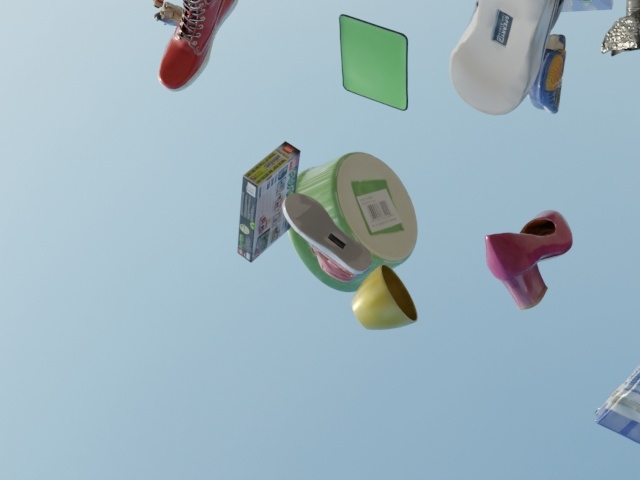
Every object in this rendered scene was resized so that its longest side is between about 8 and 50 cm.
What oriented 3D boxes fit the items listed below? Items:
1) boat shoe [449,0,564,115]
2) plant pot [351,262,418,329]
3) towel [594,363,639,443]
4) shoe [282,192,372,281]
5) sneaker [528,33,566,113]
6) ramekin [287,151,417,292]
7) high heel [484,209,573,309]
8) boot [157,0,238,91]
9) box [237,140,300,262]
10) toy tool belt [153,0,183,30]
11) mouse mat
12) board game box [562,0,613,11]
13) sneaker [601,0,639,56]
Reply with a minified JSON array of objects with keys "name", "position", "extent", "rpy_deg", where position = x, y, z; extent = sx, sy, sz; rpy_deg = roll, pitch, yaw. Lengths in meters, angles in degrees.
[{"name":"boat shoe","position":[0.276,-0.309,1.302],"extent":[0.127,0.340,0.158],"rpy_deg":[35,-110,10]},{"name":"plant pot","position":[0.119,0.127,1.954],"extent":[0.134,0.095,0.134],"rpy_deg":[50,-161,-25]},{"name":"towel","position":[0.644,0.291,1.754],"extent":[0.209,0.285,0.034],"rpy_deg":[26,-132,4]},{"name":"shoe","position":[0.000,0.000,1.602],"extent":[0.178,0.081,0.063],"rpy_deg":[40,-117,-2]},{"name":"sneaker","position":[0.357,-0.294,1.695],"extent":[0.131,0.112,0.296],"rpy_deg":[9,-159,9]},{"name":"ramekin","position":[0.078,-0.050,2.170],"extent":[0.303,0.148,0.303],"rpy_deg":[25,-127,-37]},{"name":"high heel","position":[0.284,-0.012,1.359],"extent":[0.117,0.082,0.244],"rpy_deg":[60,-141,-17]},{"name":"boot","position":[-0.246,-0.401,1.811],"extent":[0.088,0.244,0.176],"rpy_deg":[29,-179,7]},{"name":"box","position":[-0.091,-0.064,1.687],"extent":[0.036,0.207,0.114],"rpy_deg":[34,-126,19]},{"name":"toy tool belt","position":[-0.298,-0.437,1.908],"extent":[0.083,0.051,0.052],"rpy_deg":[16,-157,-40]},{"name":"mouse mat","position":[0.103,-0.342,1.885],"extent":[0.153,0.189,0.007],"rpy_deg":[24,-124,23]},{"name":"board game box","position":[0.516,-0.568,2.099],"extent":[0.211,0.160,0.039],"rpy_deg":[2,-134,23]},{"name":"sneaker","position":[0.482,-0.301,1.386],"extent":[0.051,0.089,0.170],"rpy_deg":[-4,-165,-39]}]
